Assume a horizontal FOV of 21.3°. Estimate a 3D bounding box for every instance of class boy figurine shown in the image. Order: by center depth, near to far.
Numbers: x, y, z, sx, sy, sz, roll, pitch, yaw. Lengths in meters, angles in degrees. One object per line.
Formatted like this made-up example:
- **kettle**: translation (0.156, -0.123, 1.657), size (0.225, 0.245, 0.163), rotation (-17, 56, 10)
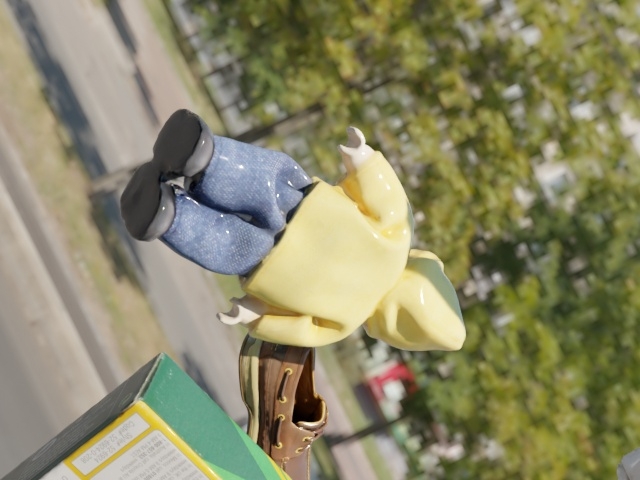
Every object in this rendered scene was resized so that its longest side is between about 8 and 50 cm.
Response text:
- **boy figurine**: translation (0.000, 0.000, 1.281), size (0.285, 0.177, 0.092), rotation (25, 11, -27)

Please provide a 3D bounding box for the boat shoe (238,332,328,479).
- **boat shoe**: translation (-0.026, 0.153, 1.415), size (0.064, 0.060, 0.178), rotation (-53, 143, -52)

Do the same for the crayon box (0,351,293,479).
- **crayon box**: translation (-0.090, 0.268, 1.333), size (0.323, 0.203, 0.083), rotation (47, 24, -12)

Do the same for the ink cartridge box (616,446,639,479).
- **ink cartridge box**: translation (0.347, 0.060, 0.636), size (0.285, 0.395, 0.166), rotation (15, 46, -63)
